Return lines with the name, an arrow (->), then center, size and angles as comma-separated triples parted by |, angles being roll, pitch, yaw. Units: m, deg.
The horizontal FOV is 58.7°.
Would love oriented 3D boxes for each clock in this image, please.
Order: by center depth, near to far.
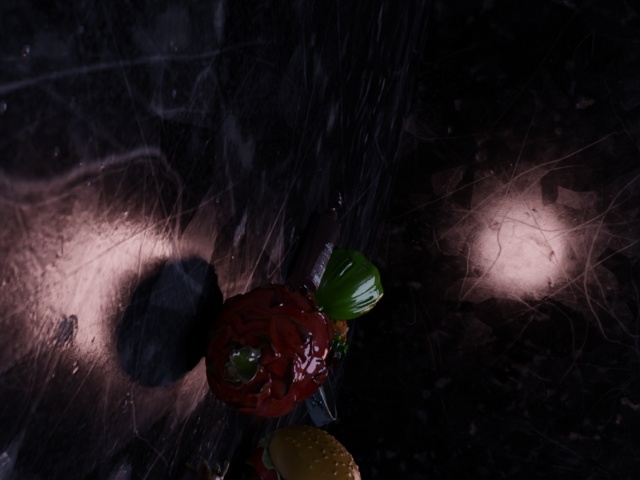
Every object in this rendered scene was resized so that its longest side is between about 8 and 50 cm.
clock -> -0.017, 0.319, 1.330 | 0.226, 0.049, 0.226 | -18, 90, -87

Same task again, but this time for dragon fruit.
dragon fruit -> -0.069, 0.149, 0.775 | 0.209, 0.172, 0.172 | -33, 140, -53

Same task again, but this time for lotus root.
lotus root -> 0.036, 0.129, 1.398 | 0.186, 0.186, 0.186 | 16, 90, -80

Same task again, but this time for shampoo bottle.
shampoo bottle -> -0.001, -0.002, 1.213 | 0.068, 0.067, 0.236 | -56, -169, 55

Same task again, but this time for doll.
doll -> 0.033, 0.324, 1.766 | 0.134, 0.106, 0.186 | 103, 9, -49

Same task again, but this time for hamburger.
hamburger -> -0.033, 0.524, 1.231 | 0.212, 0.274, 0.274 | -60, 171, 7

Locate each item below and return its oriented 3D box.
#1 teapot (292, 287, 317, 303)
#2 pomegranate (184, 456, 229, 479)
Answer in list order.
teapot -> -0.046, 0.148, 1.189 | 0.068, 0.076, 0.121 | 108, -27, -61
pomegranate -> -0.159, 0.388, 0.785 | 0.129, 0.129, 0.159 | 57, 43, -77
